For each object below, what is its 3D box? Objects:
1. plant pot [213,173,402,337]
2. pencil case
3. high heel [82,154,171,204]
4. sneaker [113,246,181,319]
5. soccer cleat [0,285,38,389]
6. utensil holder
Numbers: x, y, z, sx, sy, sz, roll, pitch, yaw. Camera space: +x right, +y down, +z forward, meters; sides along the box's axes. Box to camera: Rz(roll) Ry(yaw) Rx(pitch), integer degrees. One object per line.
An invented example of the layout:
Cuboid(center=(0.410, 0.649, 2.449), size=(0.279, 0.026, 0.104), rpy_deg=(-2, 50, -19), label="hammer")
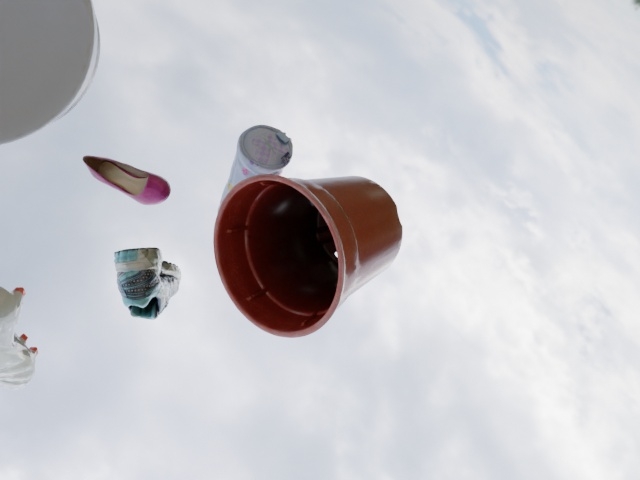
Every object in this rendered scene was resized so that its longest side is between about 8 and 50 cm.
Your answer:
Cuboid(center=(0.000, 0.000, 1.122), size=(0.272, 0.272, 0.265), rpy_deg=(53, -144, 12), label="plant pot")
Cuboid(center=(-0.144, -0.122, 1.347), size=(0.113, 0.273, 0.124), rpy_deg=(34, -129, 3), label="pencil case")
Cuboid(center=(-0.464, -0.152, 1.506), size=(0.244, 0.082, 0.117), rpy_deg=(25, 175, 37), label="high heel")
Cuboid(center=(-0.347, 0.100, 1.250), size=(0.110, 0.283, 0.122), rpy_deg=(-3, -103, 0), label="sneaker")
Cuboid(center=(-0.324, 0.107, 0.614), size=(0.068, 0.196, 0.076), rpy_deg=(25, -130, -1), label="soccer cleat")
Cuboid(center=(-0.478, -0.297, 0.890), size=(0.327, 0.328, 0.385), rpy_deg=(23, -174, -25), label="utensil holder")
